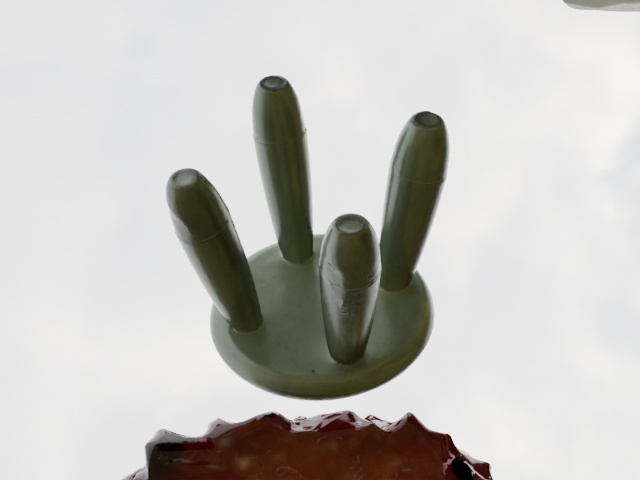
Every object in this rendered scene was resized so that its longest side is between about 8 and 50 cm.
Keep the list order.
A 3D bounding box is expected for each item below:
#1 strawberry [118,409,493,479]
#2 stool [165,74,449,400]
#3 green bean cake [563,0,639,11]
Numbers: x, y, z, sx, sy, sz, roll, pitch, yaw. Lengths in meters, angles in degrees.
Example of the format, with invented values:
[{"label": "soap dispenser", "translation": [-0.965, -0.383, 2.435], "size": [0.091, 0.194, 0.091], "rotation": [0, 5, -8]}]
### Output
[{"label": "strawberry", "translation": [-0.013, 0.178, 0.478], "size": [0.234, 0.178, 0.233], "rotation": [1, -105, -6]}, {"label": "stool", "translation": [0.000, 0.000, 0.996], "size": [0.195, 0.195, 0.198], "rotation": [-52, -28, -42]}, {"label": "green bean cake", "translation": [0.349, -0.341, 1.306], "size": [0.236, 0.233, 0.124], "rotation": [35, -117, -63]}]
